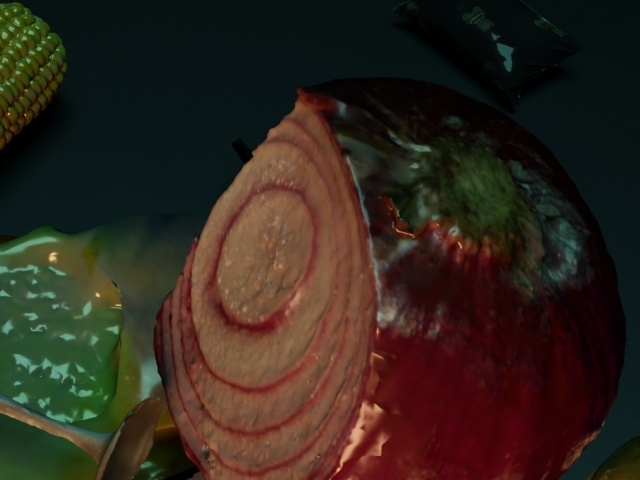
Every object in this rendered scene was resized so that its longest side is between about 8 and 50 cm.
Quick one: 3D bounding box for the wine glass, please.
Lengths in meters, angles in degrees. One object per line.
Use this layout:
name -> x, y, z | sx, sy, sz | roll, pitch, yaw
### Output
wine glass -> -0.212, 0.067, 0.747 | 0.262, 0.074, 0.074 | 21, 51, 16

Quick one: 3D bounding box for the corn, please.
corn -> -0.288, -0.087, 1.071 | 0.093, 0.093, 0.244 | 26, 52, 14

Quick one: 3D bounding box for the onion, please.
onion -> 0.054, 0.053, 0.710 | 0.207, 0.216, 0.206 | -3, 59, -31

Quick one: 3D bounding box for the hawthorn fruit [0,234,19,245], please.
hawthorn fruit -> -0.239, 0.039, 0.982 | 0.093, 0.081, 0.081 | -10, 52, -14

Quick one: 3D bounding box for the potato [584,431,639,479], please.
potato -> 0.254, 0.243, 0.825 | 0.173, 0.140, 0.300 | -14, 54, -9

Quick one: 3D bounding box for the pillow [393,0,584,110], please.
pillow -> 0.147, -0.186, 1.234 | 0.090, 0.048, 0.150 | -30, 62, -30

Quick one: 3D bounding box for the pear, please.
pear -> -0.109, 0.180, 0.818 | 0.399, 0.165, 0.399 | 4, 48, -5

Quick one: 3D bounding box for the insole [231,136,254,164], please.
insole -> 0.000, 0.000, 0.984 | 0.012, 0.110, 0.309 | -39, 38, -1
